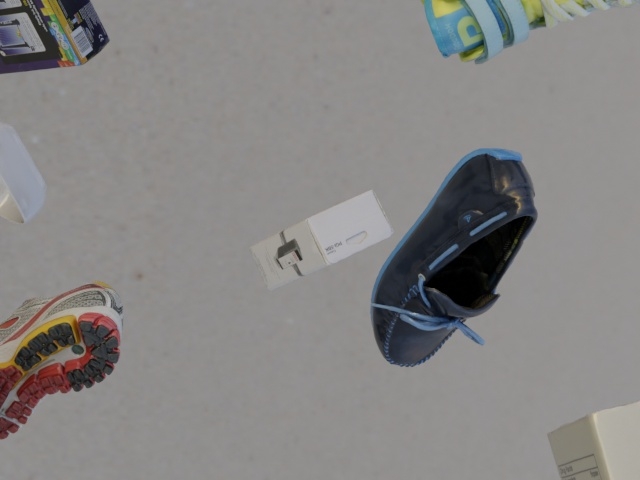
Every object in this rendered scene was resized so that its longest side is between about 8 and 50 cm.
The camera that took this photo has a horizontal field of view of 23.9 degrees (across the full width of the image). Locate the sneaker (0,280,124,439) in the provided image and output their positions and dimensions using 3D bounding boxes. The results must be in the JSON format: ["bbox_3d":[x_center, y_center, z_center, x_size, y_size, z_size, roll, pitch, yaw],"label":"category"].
[{"bbox_3d":[-0.264,0.107,1.347,0.088,0.225,0.093,57,22,-27],"label":"sneaker"}]

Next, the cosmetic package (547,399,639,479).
[{"bbox_3d":[0.282,0.262,1.119,0.153,0.129,0.296,106,-31,-78],"label":"cosmetic package"}]

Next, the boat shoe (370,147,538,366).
[{"bbox_3d":[0.111,0.034,1.336,0.109,0.089,0.258,-3,138,-22],"label":"boat shoe"}]

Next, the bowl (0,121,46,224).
[{"bbox_3d":[-0.387,-0.092,1.837,0.053,0.142,0.142,-34,111,-20],"label":"bowl"}]

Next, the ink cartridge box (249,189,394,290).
[{"bbox_3d":[0.000,0.000,1.649,0.099,0.135,0.056,-25,90,-33],"label":"ink cartridge box"}]

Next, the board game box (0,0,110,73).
[{"bbox_3d":[-0.286,-0.235,1.362,0.048,0.141,0.170,-49,127,-38],"label":"board game box"}]

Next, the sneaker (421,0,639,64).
[{"bbox_3d":[0.220,-0.228,1.392,0.208,0.319,0.127,-41,124,-23],"label":"sneaker"}]
